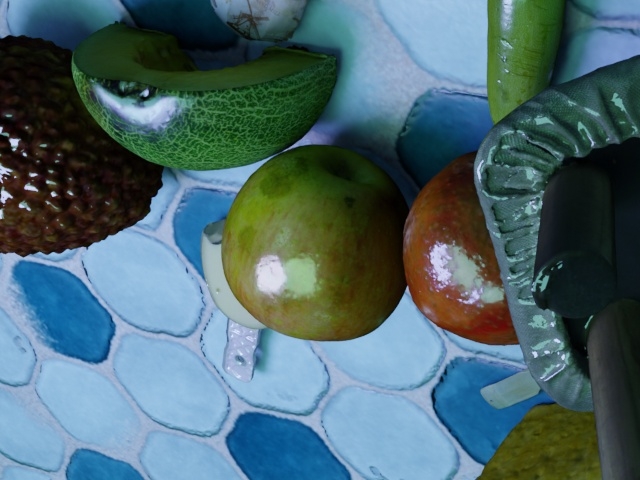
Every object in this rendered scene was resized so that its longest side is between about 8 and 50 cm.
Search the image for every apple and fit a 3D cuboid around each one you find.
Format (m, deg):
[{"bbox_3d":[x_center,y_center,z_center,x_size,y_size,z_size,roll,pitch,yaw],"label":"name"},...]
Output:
[{"bbox_3d":[0.000,0.000,1.409,0.196,0.196,0.196,19,134,21],"label":"apple"}]

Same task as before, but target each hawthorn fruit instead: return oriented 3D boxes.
[{"bbox_3d":[0.154,0.015,1.337,0.179,0.179,0.200,41,153,-2],"label":"hawthorn fruit"}]

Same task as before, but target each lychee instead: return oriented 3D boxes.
[{"bbox_3d":[-0.298,-0.094,1.515,0.271,0.236,0.236,22,141,-20],"label":"lychee"}]

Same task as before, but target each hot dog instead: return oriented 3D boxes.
[{"bbox_3d":[-0.044,-0.259,1.316,0.108,0.059,0.191,39,140,3],"label":"hot dog"}]

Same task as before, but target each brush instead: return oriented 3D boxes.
[{"bbox_3d":[0.229,0.144,1.494,0.033,0.030,0.178,39,138,-15],"label":"brush"}]

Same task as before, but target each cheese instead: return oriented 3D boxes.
[{"bbox_3d":[-0.084,0.071,1.627,0.127,0.050,0.255,26,136,13],"label":"cheese"}]

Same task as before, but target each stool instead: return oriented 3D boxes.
[{"bbox_3d":[0.304,0.028,1.120,0.310,0.226,0.310,-20,119,3],"label":"stool"}]

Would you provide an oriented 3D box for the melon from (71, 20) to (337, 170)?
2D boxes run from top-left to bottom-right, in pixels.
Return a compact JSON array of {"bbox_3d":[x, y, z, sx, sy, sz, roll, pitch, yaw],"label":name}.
[{"bbox_3d":[-0.132,-0.120,1.396,0.265,0.169,0.129,14,118,27],"label":"melon"}]

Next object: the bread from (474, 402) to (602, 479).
[{"bbox_3d":[0.341,0.291,1.393,0.361,0.245,0.233,-15,115,46],"label":"bread"}]

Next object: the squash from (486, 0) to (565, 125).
[{"bbox_3d":[0.172,-0.167,1.240,0.066,0.066,0.201,18,133,21],"label":"squash"}]
